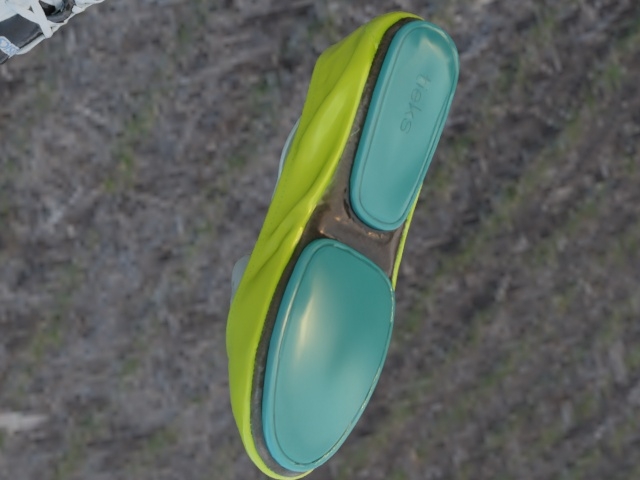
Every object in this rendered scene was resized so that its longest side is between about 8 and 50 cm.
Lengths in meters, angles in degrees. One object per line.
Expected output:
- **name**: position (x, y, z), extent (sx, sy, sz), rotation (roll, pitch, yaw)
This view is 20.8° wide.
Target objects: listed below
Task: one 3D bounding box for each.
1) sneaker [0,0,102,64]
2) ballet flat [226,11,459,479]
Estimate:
- **sneaker**: position (-0.176, -0.161, 1.111), extent (0.237, 0.086, 0.085), rotation (-17, 162, 15)
- **ballet flat**: position (0.000, 0.000, 0.800), extent (0.077, 0.231, 0.077), rotation (-1, 153, 46)
